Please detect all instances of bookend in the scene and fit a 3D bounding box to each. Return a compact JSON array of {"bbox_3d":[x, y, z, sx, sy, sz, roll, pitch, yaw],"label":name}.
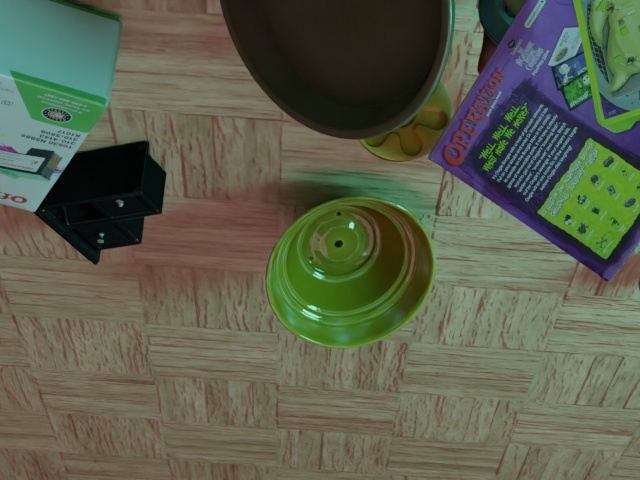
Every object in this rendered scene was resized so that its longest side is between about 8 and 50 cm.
[{"bbox_3d":[-0.251,-0.044,1.942,0.156,0.072,0.157,-8,151,21],"label":"bookend"}]

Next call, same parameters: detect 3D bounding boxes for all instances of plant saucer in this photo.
[{"bbox_3d":[0.016,-0.229,1.415,0.041,0.278,0.278,-27,177,-42],"label":"plant saucer"}]

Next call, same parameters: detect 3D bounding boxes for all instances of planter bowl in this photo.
[{"bbox_3d":[0.030,0.022,1.971,0.217,0.090,0.217,-5,118,-10],"label":"planter bowl"}]

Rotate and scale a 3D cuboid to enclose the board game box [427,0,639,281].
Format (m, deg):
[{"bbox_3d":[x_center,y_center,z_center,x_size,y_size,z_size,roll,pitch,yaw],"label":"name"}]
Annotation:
[{"bbox_3d":[0.265,-0.152,1.367,0.208,0.056,0.347,34,121,3],"label":"board game box"}]

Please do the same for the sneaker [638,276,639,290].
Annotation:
[{"bbox_3d":[0.526,0.039,1.987,0.236,0.095,0.104,-2,145,1],"label":"sneaker"}]

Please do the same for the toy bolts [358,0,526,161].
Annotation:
[{"bbox_3d":[0.125,-0.196,1.468,0.228,0.218,0.158,-2,166,-5],"label":"toy bolts"}]

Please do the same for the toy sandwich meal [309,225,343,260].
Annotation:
[{"bbox_3d":[0.000,0.000,2.042,0.085,0.029,0.086,9,144,7],"label":"toy sandwich meal"}]

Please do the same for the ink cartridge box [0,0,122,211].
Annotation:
[{"bbox_3d":[-0.358,-0.156,1.695,0.201,0.117,0.278,15,151,-20],"label":"ink cartridge box"}]
